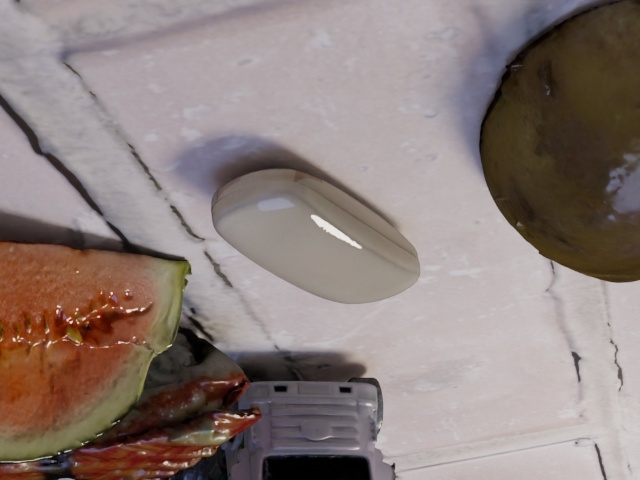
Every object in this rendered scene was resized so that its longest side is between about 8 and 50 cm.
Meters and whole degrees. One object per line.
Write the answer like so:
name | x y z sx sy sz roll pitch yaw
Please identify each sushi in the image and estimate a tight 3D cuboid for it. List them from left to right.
sushi | -0.220 0.140 1.222 0.332 0.130 0.124 -7 149 -12

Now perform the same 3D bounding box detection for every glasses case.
glasses case | 0.000 0.000 1.065 0.081 0.051 0.204 -21 150 24

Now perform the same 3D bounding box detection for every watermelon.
watermelon | -0.228 0.097 1.041 0.303 0.128 0.159 3 140 -45

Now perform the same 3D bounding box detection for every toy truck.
toy truck | -0.045 0.257 1.431 0.176 0.178 0.363 2 149 -16

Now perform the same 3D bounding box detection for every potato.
potato | 0.232 -0.042 0.984 0.239 0.116 0.299 -10 155 -3
